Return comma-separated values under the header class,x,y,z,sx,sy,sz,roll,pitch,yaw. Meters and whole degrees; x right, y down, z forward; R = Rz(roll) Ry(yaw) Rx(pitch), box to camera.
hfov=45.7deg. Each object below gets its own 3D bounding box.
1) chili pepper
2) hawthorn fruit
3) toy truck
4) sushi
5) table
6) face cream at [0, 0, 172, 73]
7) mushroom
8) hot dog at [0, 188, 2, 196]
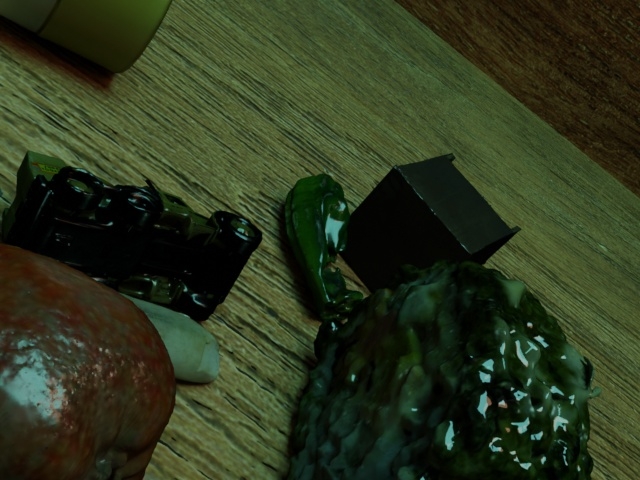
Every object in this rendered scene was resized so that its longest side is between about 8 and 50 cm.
class,x,y,z,sx,sy,sz,roll,pitch,yaw
chili pepper,0.001,0.001,1.051,0.099,0.083,0.253,26,37,-33
hawthorn fruit,-0.235,0.090,0.540,0.262,0.210,0.210,47,29,26
toy truck,-0.192,-0.005,0.792,0.257,0.127,0.127,17,24,-38
sushi,0.114,0.170,0.749,0.178,0.294,0.352,38,28,-16
table,0.159,-0.007,1.153,0.169,0.172,0.193,51,35,14
face cream,-0.305,-0.360,1.016,0.179,0.218,0.218,25,34,-30
mushroom,-0.179,0.095,0.730,0.209,0.071,0.084,21,41,-38
hot dog,-0.364,-0.025,0.656,0.144,0.075,0.268,36,26,-19
